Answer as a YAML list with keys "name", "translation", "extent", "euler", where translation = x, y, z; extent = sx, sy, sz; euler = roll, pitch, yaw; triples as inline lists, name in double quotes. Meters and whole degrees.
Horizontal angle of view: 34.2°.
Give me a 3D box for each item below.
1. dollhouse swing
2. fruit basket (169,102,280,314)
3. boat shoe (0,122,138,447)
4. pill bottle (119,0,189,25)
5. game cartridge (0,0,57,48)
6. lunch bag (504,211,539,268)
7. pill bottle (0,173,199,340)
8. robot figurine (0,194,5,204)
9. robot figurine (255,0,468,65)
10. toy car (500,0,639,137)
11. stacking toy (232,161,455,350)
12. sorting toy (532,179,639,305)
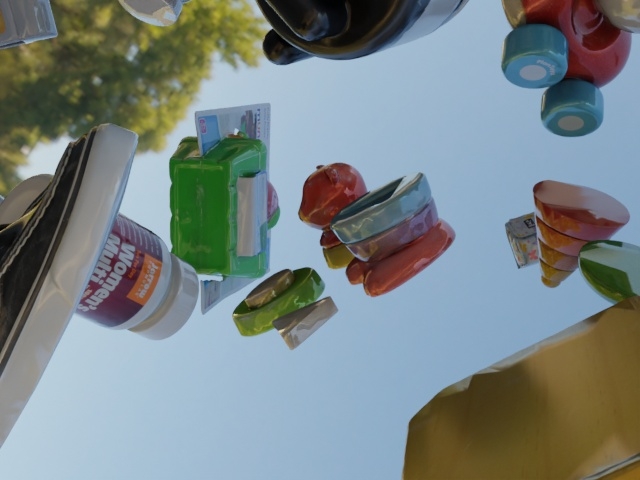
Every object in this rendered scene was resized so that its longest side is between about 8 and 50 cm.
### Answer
- name: "dollhouse swing"
  translation: [0.249, 0.252, 0.893]
  extent: [0.346, 0.315, 0.305]
  euler: [-29, 176, 15]
- name: "fruit basket"
  translation: [-0.132, -0.067, 1.785]
  extent: [0.353, 0.165, 0.327]
  euler: [-22, 115, -67]
- name: "boat shoe"
  translation: [-0.222, 0.042, 0.700]
  extent: [0.301, 0.102, 0.108]
  euler: [-58, -166, 21]
- name: "pill bottle"
  translation: [-0.152, -0.302, 1.072]
  extent: [0.086, 0.086, 0.152]
  euler: [-17, -130, 59]
- name: "game cartridge"
  translation: [-0.606, -0.403, 1.718]
  extent: [0.297, 0.198, 0.062]
  euler: [-15, -170, -9]
- name: "lunch bag"
  translation: [0.348, -0.003, 1.713]
  extent: [0.053, 0.071, 0.083]
  euler: [117, -44, -78]
- name: "pill bottle"
  translation: [-0.240, 0.026, 1.129]
  extent: [0.121, 0.221, 0.121]
  euler: [-19, -125, 30]
- name: "robot figurine"
  translation: [-0.463, 0.011, 1.250]
  extent: [0.200, 0.353, 0.300]
  euler: [-54, -171, -26]
- name: "robot figurine"
  translation: [0.045, -0.254, 0.933]
  extent: [0.209, 0.174, 0.278]
  euler: [1, -163, 27]
- name: "toy car"
  translation: [0.342, -0.267, 1.165]
  extent: [0.237, 0.210, 0.219]
  euler: [-10, -122, 34]
- name: "stacking toy"
  translation: [0.000, 0.000, 1.318]
  extent: [0.279, 0.130, 0.309]
  euler: [-33, -168, -16]
- name: "sorting toy"
  translation: [0.326, 0.068, 1.180]
  extent: [0.366, 0.127, 0.126]
  euler: [-111, -149, -56]
